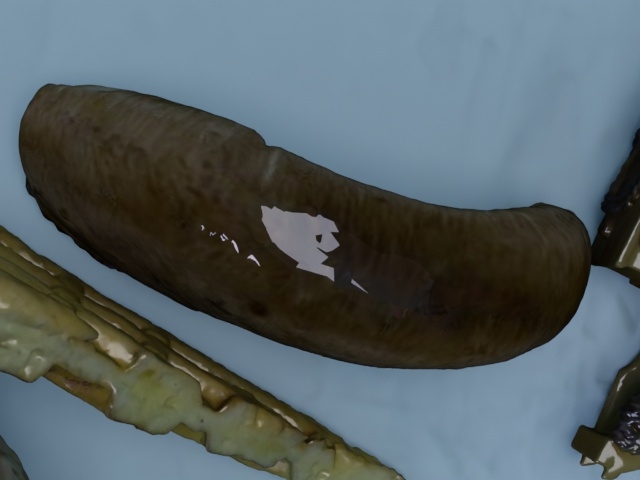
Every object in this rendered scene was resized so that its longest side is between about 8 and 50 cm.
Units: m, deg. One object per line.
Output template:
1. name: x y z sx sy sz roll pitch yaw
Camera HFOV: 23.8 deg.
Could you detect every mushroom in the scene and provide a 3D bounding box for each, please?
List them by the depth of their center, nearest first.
1. mushroom: -0.001 0.002 0.515 0.210 0.094 0.072 15 86 -13

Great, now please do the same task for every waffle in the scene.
1. waffle: -0.044 0.053 0.493 0.191 0.125 0.032 31 89 -6

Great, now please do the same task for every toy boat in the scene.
1. toy boat: 0.143 -0.006 0.553 0.077 0.057 0.200 25 89 -4

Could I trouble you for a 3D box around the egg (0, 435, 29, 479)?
1. egg: -0.176 0.107 0.440 0.195 0.195 0.233 -25 99 -7
